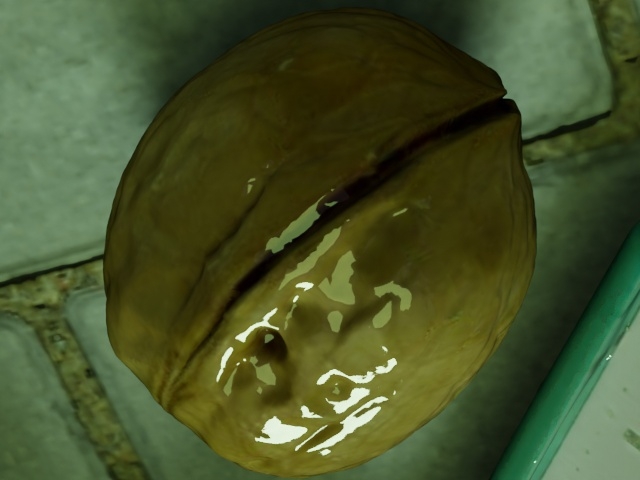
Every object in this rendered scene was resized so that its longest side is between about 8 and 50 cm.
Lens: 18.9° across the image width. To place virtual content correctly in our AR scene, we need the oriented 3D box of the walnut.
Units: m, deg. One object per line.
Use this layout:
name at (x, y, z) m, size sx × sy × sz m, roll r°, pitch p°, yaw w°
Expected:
walnut at (0.000, 0.000, 0.667) m, size 0.144 × 0.144 × 0.180 m, roll 32°, pitch 129°, yaw -18°

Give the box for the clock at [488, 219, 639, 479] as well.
clock at (0.177, 0.141, 0.744) m, size 0.231 × 0.116 × 0.262 m, roll 37°, pitch 125°, yaw 20°
